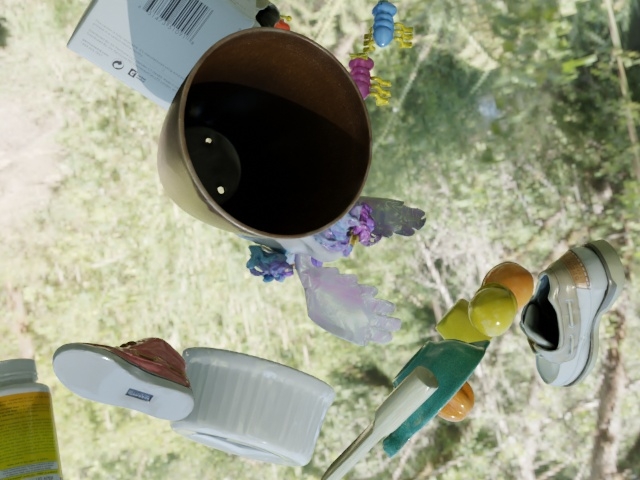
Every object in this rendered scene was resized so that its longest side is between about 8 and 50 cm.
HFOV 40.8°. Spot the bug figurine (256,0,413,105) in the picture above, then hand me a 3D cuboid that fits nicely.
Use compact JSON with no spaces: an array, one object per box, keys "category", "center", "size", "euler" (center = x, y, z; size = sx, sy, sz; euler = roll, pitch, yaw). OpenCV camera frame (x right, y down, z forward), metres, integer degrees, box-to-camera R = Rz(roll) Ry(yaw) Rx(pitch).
[{"category":"bug figurine","center":[0.013,-0.307,1.443],"size":[0.279,0.216,0.072],"euler":[-6,154,16]}]

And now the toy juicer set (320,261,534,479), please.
[{"category":"toy juicer set","center":[0.148,0.146,0.946],"size":[0.329,0.089,0.209],"euler":[-42,171,-41]}]

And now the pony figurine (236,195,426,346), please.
[{"category":"pony figurine","center":[0.000,0.000,1.601],"size":[0.351,0.302,0.363],"euler":[13,159,13]}]

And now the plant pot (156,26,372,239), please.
[{"category":"plant pot","center":[-0.094,-0.098,0.958],"size":[0.215,0.215,0.230],"euler":[-6,178,-30]}]

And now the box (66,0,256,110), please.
[{"category":"box","center":[-0.209,-0.296,1.154],"size":[0.181,0.119,0.182],"euler":[32,117,-22]}]

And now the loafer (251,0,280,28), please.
[{"category":"loafer","center":[-0.118,-0.384,1.437],"size":[0.092,0.268,0.102],"euler":[-19,171,15]}]

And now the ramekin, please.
[{"category":"ramekin","center":[-0.122,0.289,1.470],"size":[0.277,0.135,0.277],"euler":[13,160,5]}]

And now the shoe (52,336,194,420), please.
[{"category":"shoe","center":[-0.229,0.146,1.003],"size":[0.178,0.081,0.063],"euler":[28,112,-30]}]

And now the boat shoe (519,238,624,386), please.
[{"category":"boat shoe","center":[0.340,0.117,1.241],"size":[0.103,0.113,0.302],"euler":[-15,138,-12]}]

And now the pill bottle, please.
[{"category":"pill bottle","center":[-0.465,0.294,1.319],"size":[0.117,0.215,0.117],"euler":[-12,164,-4]}]
